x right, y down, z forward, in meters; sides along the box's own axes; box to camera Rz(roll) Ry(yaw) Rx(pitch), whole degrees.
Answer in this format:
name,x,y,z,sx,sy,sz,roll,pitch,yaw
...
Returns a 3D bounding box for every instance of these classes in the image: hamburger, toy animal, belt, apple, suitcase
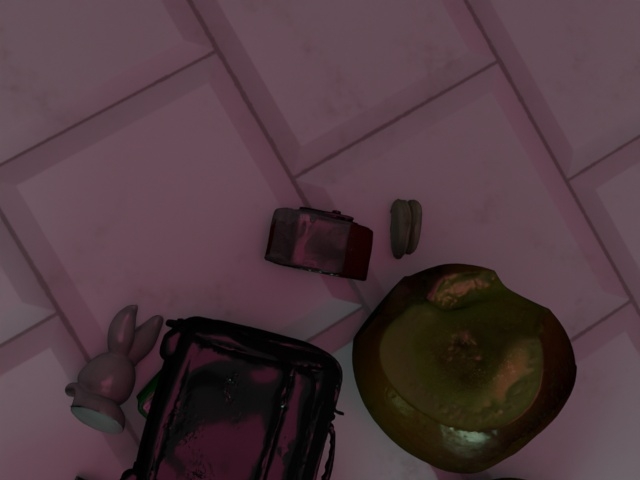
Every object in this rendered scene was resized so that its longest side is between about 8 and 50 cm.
name,x,y,z,sx,sy,sz,roll,pitch,yaw
hamburger,0.168,-0.023,1.599,0.054,0.084,0.121,8,87,-12
toy animal,-0.373,0.225,1.487,0.103,0.130,0.221,39,54,-34
belt,0.000,0.000,1.543,0.200,0.128,0.124,12,84,-13
apple,0.245,0.209,1.456,0.374,0.384,0.374,17,52,-24
suitcase,-0.138,0.319,1.384,0.339,0.188,0.345,17,83,-14

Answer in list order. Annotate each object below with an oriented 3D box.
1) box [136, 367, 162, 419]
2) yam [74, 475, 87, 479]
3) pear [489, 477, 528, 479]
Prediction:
name,x,y,z,sx,sy,sz,roll,pitch,yaw
box,-0.197,0.313,1.505,0.180,0.103,0.250,-45,94,-10
yam,-0.375,0.487,1.481,0.169,0.068,0.068,25,83,-7
pear,0.351,0.583,1.521,0.283,0.283,0.284,1,87,-11
